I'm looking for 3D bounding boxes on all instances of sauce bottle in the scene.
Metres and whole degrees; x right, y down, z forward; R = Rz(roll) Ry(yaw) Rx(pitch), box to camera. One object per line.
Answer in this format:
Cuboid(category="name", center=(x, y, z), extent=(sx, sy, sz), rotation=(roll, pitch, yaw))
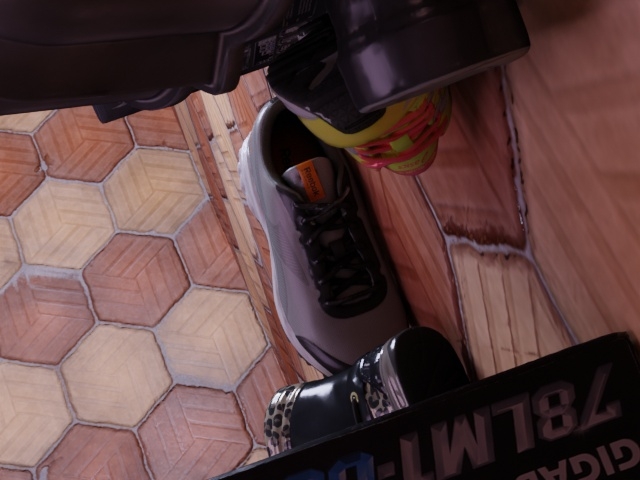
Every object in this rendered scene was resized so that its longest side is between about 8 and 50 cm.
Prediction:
Cuboid(category="sauce bottle", center=(-0.015, -0.218, 0.397), extent=(0.111, 0.111, 0.344), rotation=(180, 71, -81))

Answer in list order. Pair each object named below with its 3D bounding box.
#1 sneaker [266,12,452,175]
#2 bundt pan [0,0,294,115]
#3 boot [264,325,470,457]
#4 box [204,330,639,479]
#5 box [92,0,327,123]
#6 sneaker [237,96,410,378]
Cuboid(category="sneaker", center=(0.034, -0.072, 0.542), extent=(0.094, 0.081, 0.208), rotation=(63, -167, -14))
Cuboid(category="bundt pan", center=(-0.142, -0.191, 0.386), extent=(0.331, 0.124, 0.330), rotation=(31, 132, 42))
Cuboid(category="boot", center=(0.052, 0.196, 0.817), extent=(0.179, 0.085, 0.236), rotation=(-26, 78, 47))
Cuboid(category="box", center=(-0.003, 0.143, 0.579), extent=(0.293, 0.296, 0.073), rotation=(106, 145, -75))
Cuboid(category="box", center=(-0.068, -0.153, 0.654), extent=(0.232, 0.183, 0.059), rotation=(114, 134, -80))
Cuboid(category="sneaker", center=(-0.001, 0.000, 0.909), extent=(0.108, 0.100, 0.271), rotation=(104, 145, -67))
